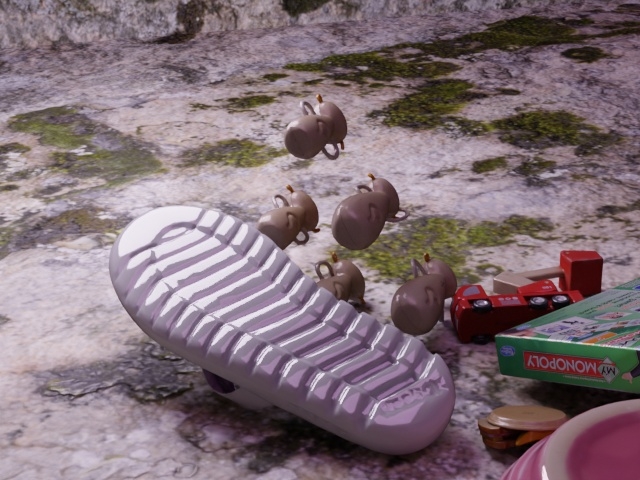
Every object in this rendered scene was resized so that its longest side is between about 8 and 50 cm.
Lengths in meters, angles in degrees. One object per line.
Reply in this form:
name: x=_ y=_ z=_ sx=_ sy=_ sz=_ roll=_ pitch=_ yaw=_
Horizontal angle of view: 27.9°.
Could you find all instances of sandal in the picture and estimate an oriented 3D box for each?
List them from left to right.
sandal: x=-0.057 y=0.103 z=1.280 sx=0.416 sy=0.102 sz=0.169 roll=32 pitch=52 yaw=30

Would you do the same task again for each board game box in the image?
board game box: x=0.361 y=0.081 z=1.297 sx=0.317 sy=0.046 sz=0.213 roll=-16 pitch=12 yaw=-38

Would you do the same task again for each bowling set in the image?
bowling set: x=0.000 y=0.000 z=1.419 sx=0.200 sy=0.287 sz=0.154 roll=-27 pitch=6 yaw=24

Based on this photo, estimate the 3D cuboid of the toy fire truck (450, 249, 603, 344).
toy fire truck: x=0.232 y=0.061 z=1.430 sx=0.192 sy=0.047 sz=0.135 roll=-3 pitch=23 yaw=-6

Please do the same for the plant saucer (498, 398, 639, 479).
plant saucer: x=0.297 y=0.221 z=1.018 sx=0.332 sy=0.084 sz=0.332 roll=0 pitch=24 yaw=0

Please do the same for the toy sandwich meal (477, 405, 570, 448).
toy sandwich meal: x=0.188 y=0.173 z=1.182 sx=0.086 sy=0.029 sz=0.085 roll=1 pitch=5 yaw=0
